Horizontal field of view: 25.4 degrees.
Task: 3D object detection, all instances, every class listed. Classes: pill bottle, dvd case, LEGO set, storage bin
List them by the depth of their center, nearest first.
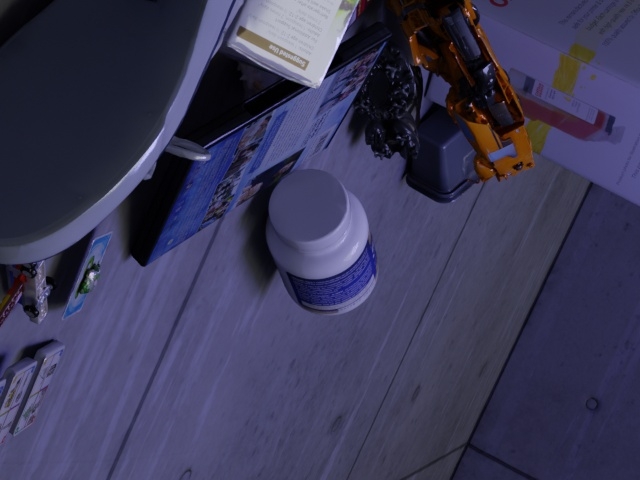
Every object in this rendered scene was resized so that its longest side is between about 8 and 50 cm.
[{"bbox_3d":[-0.230,0.050,1.105,0.244,0.060,0.182,-66,174,11],"label":"LEGO set"},{"bbox_3d":[-0.052,-0.087,1.259,0.253,0.022,0.180,-35,166,-36],"label":"dvd case"},{"bbox_3d":[0.000,0.000,1.529,0.112,0.112,0.187,-58,162,-16],"label":"pill bottle"},{"bbox_3d":[0.182,-0.127,1.879,0.135,0.098,0.091,-40,143,-25],"label":"storage bin"}]

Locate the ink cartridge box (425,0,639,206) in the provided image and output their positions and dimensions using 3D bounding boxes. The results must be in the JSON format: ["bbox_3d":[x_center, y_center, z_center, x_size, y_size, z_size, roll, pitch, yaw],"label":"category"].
[{"bbox_3d":[0.371,-0.215,1.827,0.279,0.384,0.160,-43,156,-48],"label":"ink cartridge box"}]

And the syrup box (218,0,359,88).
[{"bbox_3d":[-0.010,-0.248,1.117,0.096,0.093,0.237,22,94,-33],"label":"syrup box"}]

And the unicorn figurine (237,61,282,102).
[{"bbox_3d":[-0.040,-0.154,1.306,0.111,0.060,0.162,78,27,-49],"label":"unicorn figurine"}]

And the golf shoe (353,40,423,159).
[{"bbox_3d":[0.075,-0.176,1.589,0.198,0.077,0.094,80,18,-60],"label":"golf shoe"}]

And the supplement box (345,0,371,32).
[{"bbox_3d":[0.049,-0.310,1.292,0.239,0.073,0.130,-53,160,-27],"label":"supplement box"}]

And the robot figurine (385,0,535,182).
[{"bbox_3d":[0.149,-0.197,1.538,0.085,0.211,0.291,-27,140,9],"label":"robot figurine"}]

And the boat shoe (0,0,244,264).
[{"bbox_3d":[-0.131,-0.123,0.991,0.156,0.135,0.367,84,27,-65],"label":"boat shoe"}]
